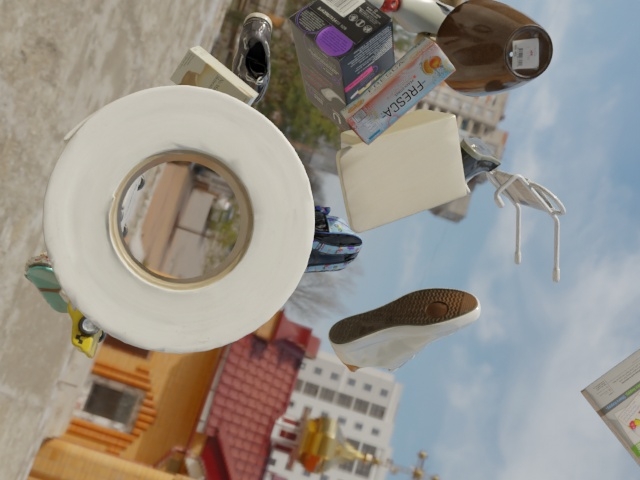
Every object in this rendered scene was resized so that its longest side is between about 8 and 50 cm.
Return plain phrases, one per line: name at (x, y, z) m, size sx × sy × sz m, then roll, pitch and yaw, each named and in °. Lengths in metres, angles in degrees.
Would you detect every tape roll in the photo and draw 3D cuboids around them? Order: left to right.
tape roll at (-0.154, -0.024, 0.841) m, size 0.100 × 0.286 × 0.286 m, roll -169°, pitch -82°, yaw -79°

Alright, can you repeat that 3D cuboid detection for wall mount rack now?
wall mount rack at (0.525, -0.057, 2.008) m, size 0.130 × 0.304 × 0.350 m, roll -44°, pitch -162°, yaw -1°

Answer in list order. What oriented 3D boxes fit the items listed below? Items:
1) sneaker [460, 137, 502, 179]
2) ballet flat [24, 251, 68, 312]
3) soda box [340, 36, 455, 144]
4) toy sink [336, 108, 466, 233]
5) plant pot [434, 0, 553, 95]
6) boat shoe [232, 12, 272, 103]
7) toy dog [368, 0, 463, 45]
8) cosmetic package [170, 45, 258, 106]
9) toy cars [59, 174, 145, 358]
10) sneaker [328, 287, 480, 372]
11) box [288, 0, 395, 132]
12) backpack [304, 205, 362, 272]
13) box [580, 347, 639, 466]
sneaker at (0.356, -0.184, 1.855) m, size 0.118 × 0.083 × 0.222 m, roll -47°, pitch 157°, yaw 23°
ballet flat at (-0.503, 0.064, 1.444) m, size 0.241 × 0.091 × 0.077 m, roll 110°, pitch -13°, yaw -63°
soda box at (0.120, -0.236, 1.209) m, size 0.183 × 0.058 × 0.063 m, roll -40°, pitch -156°, yaw 10°
toy sink at (0.120, -0.128, 1.357) m, size 0.131 × 0.234 × 0.153 m, roll 31°, pitch -42°, yaw 62°
plant pot at (0.382, -0.400, 1.604) m, size 0.230 × 0.215 × 0.215 m, roll -129°, pitch -123°, yaw -69°
boat shoe at (-0.130, -0.327, 1.437) m, size 0.206 × 0.075 × 0.065 m, roll 105°, pitch -9°, yaw -52°
toy dog at (0.173, -0.545, 1.729) m, size 0.220 × 0.333 × 0.161 m, roll -53°, pitch -140°, yaw 8°
cosmetic package at (-0.156, -0.226, 1.121) m, size 0.060 × 0.115 × 0.041 m, roll -51°, pitch -176°, yaw 24°
toy cars at (-0.378, 0.013, 1.294) m, size 0.176 × 0.087 × 0.394 m, roll -86°, pitch -166°, yaw -67°
sneaker at (0.169, 0.177, 1.455) m, size 0.106 × 0.290 × 0.123 m, roll -89°, pitch 159°, yaw -52°
box at (0.054, -0.372, 1.596) m, size 0.143 × 0.165 × 0.270 m, roll -39°, pitch 156°, yaw -12°
backpack at (0.000, 0.000, 1.724) m, size 0.158 × 0.173 × 0.117 m, roll 115°, pitch -31°, yaw -45°
box at (0.594, 0.310, 1.391) m, size 0.145 × 0.186 × 0.038 m, roll -33°, pitch 162°, yaw -5°
